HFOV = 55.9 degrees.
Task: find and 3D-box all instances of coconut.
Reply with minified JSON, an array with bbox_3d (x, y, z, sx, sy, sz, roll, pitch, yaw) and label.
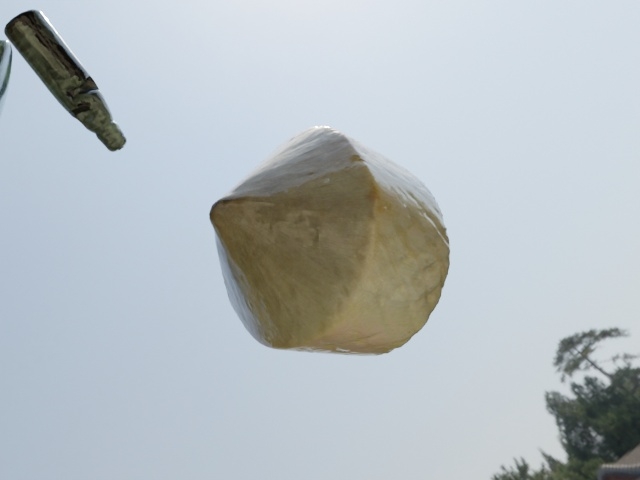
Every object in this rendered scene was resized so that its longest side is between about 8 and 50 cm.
[{"bbox_3d":[0.000,0.000,0.777,0.328,0.329,0.329,-23,-42,-23],"label":"coconut"}]

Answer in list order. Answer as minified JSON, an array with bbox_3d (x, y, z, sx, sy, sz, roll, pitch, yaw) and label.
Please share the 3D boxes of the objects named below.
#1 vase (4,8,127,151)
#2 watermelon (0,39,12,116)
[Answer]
[{"bbox_3d":[-0.342,-0.214,0.833,0.060,0.060,0.211,-38,-78,-5],"label":"vase"},{"bbox_3d":[-0.425,-0.088,0.516,0.283,0.251,0.292,-18,-12,33],"label":"watermelon"}]
